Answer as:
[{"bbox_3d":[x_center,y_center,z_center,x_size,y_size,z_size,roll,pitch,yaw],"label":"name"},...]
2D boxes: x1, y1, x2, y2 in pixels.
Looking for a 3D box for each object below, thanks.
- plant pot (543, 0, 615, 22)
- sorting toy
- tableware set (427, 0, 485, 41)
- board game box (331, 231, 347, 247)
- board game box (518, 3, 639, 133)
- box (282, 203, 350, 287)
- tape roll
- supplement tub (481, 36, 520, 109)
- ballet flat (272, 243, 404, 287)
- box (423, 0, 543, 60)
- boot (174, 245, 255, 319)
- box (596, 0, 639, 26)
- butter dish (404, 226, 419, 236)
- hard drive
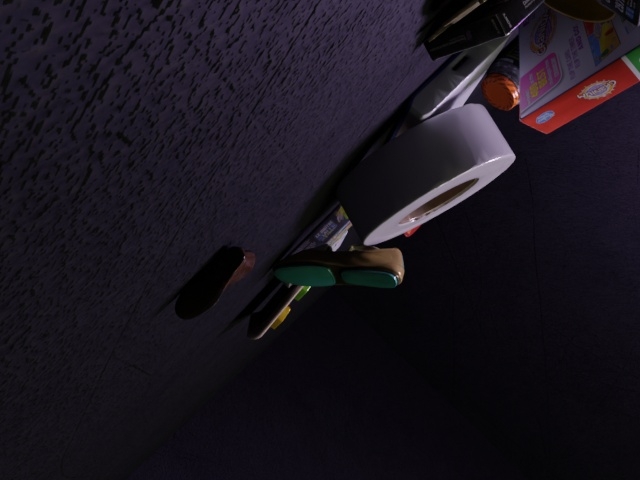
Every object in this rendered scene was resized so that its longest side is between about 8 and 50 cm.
[{"bbox_3d":[0.375,-0.386,0.955,0.095,0.134,0.134,-62,174,2],"label":"plant pot"},{"bbox_3d":[-0.068,0.116,1.430,0.208,0.038,0.193,-46,-172,4],"label":"sorting toy"},{"bbox_3d":[0.188,-0.282,0.672,0.194,0.039,0.128,-39,-171,-12],"label":"tableware set"},{"bbox_3d":[0.012,0.023,1.628,0.103,0.026,0.154,-45,174,-14],"label":"board game box"},{"bbox_3d":[0.436,-0.338,1.022,0.316,0.064,0.242,-31,-135,54],"label":"board game box"},{"bbox_3d":[0.000,0.000,1.314,0.207,0.036,0.114,-45,174,-13],"label":"box"},{"bbox_3d":[0.168,-0.102,1.110,0.286,0.100,0.286,-28,171,-5],"label":"tape roll"},{"bbox_3d":[0.459,-0.390,1.541,0.190,0.117,0.117,-44,174,-16],"label":"supplement tub"},{"bbox_3d":[0.033,0.041,1.185,0.080,0.232,0.073,74,24,-51],"label":"ballet flat"},{"bbox_3d":[0.202,-0.263,0.745,0.162,0.029,0.116,-46,-159,-23],"label":"box"},{"bbox_3d":[-0.120,0.050,0.799,0.106,0.037,0.114,-44,179,-4],"label":"boot"},{"bbox_3d":[0.414,-0.419,0.724,0.257,0.079,0.322,-45,156,7],"label":"box"},{"bbox_3d":[0.232,-0.120,1.853,0.160,0.118,0.160,-45,131,-15],"label":"butter dish"},{"bbox_3d":[0.193,-0.221,1.147,0.210,0.040,0.318,-45,174,-14],"label":"hard drive"}]
